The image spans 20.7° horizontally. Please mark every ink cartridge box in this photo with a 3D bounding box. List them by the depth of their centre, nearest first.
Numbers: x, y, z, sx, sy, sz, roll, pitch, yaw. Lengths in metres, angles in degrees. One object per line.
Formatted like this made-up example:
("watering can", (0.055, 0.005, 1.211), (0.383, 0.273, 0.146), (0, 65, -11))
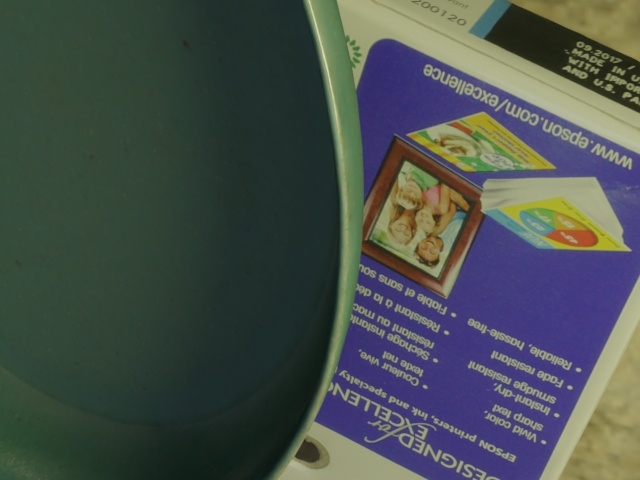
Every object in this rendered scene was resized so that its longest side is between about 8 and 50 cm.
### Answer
("ink cartridge box", (0.000, 0.000, 0.571), (0.206, 0.045, 0.208), (27, 130, 10))

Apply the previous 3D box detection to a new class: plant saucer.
("plant saucer", (-0.102, -0.057, 0.536), (0.317, 0.044, 0.317), (22, 126, 34))
